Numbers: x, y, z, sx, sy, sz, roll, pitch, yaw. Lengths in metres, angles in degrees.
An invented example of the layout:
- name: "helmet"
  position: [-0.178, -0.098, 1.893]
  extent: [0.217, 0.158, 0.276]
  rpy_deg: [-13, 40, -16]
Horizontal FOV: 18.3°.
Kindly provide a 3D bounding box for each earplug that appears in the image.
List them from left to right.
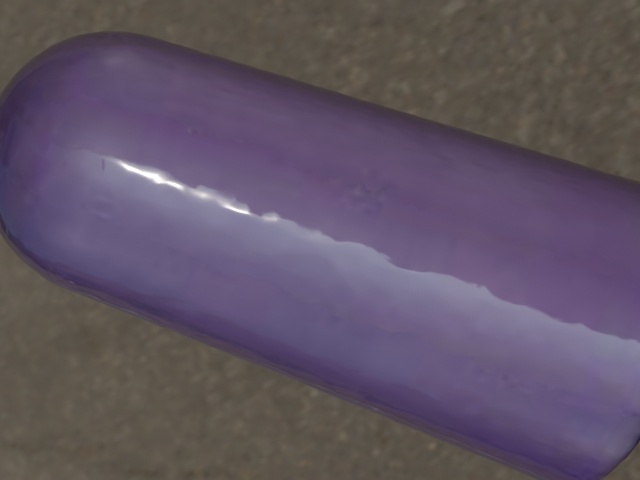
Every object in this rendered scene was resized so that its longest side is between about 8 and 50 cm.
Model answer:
- name: "earplug"
  position: [0.000, 0.000, 1.298]
  extent: [0.455, 0.215, 0.215]
  rpy_deg: [19, 133, -11]
